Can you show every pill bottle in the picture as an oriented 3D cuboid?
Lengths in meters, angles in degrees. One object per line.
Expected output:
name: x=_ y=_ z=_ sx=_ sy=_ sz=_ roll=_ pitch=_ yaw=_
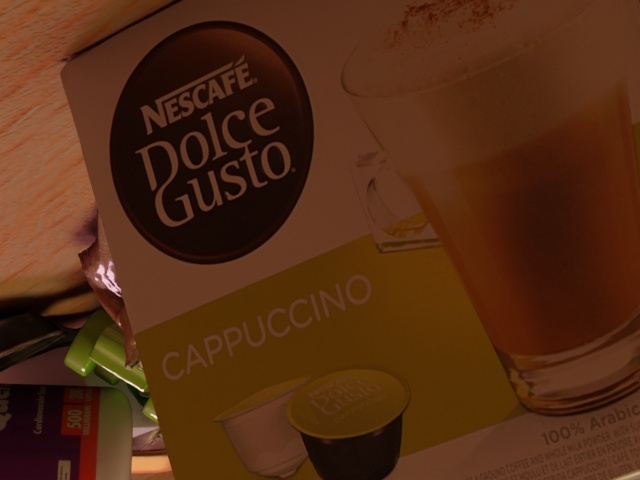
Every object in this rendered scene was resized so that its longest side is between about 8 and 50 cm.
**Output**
pill bottle: x=-0.356 y=0.235 z=1.761 sx=0.323 sy=0.181 sz=0.181 roll=3 pitch=166 yaw=-8

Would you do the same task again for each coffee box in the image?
coffee box: x=0.106 y=-0.004 z=1.037 sx=0.338 sy=0.334 sz=0.338 roll=-23 pitch=167 yaw=26

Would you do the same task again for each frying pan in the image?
frying pan: x=-0.283 y=0.096 z=1.660 sx=0.326 sy=0.053 sz=0.197 roll=-25 pitch=177 yaw=-32

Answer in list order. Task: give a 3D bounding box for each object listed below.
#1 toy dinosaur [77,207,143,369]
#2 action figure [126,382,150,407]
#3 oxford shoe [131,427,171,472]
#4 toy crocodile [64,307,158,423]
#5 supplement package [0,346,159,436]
toy dinosaur: x=-0.129 y=0.036 z=1.476 sx=0.296 sy=0.200 sz=0.127 roll=28 pitch=100 yaw=-45
action figure: x=-0.175 y=0.144 z=1.972 sx=0.063 sy=0.137 sz=0.232 roll=-33 pitch=176 yaw=8
oxford shoe: x=-0.311 y=0.215 z=2.142 sx=0.364 sy=0.130 sz=0.132 roll=-3 pitch=130 yaw=-34
toy crocodile: x=-0.164 y=0.111 z=1.696 sx=0.105 sy=0.115 sz=0.340 roll=-58 pitch=173 yaw=-4
supplement package: x=-0.274 y=0.182 z=1.963 sx=0.105 sy=0.105 sz=0.179 roll=-20 pitch=170 yaw=13
